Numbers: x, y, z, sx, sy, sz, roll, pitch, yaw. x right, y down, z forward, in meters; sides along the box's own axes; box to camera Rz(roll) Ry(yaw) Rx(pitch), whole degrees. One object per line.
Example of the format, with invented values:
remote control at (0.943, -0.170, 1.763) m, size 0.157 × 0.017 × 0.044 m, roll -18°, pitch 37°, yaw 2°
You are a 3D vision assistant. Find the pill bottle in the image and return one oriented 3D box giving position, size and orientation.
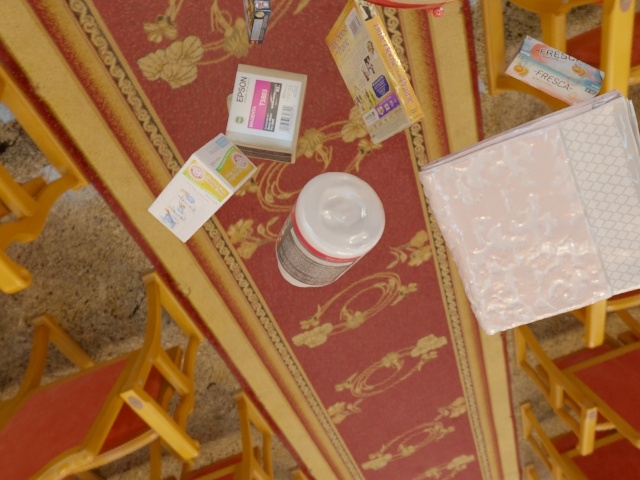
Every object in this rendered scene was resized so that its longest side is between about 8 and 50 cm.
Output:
pill bottle at (0.000, 0.000, 0.943) m, size 0.176 × 0.176 × 0.318 m, roll 6°, pitch 157°, yaw -15°

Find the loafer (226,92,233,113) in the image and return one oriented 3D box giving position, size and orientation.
loafer at (-0.253, -0.529, 1.750) m, size 0.269 × 0.092 × 0.102 m, roll 6°, pitch 157°, yaw 10°

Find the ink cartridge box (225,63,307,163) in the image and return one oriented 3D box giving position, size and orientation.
ink cartridge box at (-0.146, -0.345, 1.184) m, size 0.193 × 0.088 × 0.234 m, roll 8°, pitch 79°, yaw -4°

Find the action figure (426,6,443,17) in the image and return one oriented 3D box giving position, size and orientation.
action figure at (0.391, -0.804, 1.347) m, size 0.139 × 0.280 × 0.091 m, roll 2°, pitch 160°, yaw 5°

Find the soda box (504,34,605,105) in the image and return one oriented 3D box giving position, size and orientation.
soda box at (0.493, -0.355, 0.915) m, size 0.183 × 0.058 × 0.063 m, roll 27°, pitch 159°, yaw 3°

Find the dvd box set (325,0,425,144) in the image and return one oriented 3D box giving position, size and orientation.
dvd box set at (0.169, -0.547, 1.438) m, size 0.062 × 0.307 × 0.420 m, roll -28°, pitch 96°, yaw -13°

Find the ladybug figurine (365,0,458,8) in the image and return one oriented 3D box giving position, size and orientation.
ladybug figurine at (0.142, -0.407, 0.502) m, size 0.162 × 0.449 × 0.305 m, roll 35°, pitch 125°, yaw -25°

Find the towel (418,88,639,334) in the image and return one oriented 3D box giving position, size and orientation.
towel at (0.367, -0.027, 0.708) m, size 0.317 × 0.053 × 0.331 m, roll -21°, pitch 104°, yaw 18°

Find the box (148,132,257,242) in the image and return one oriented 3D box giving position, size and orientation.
box at (-0.243, -0.106, 0.892) m, size 0.103 × 0.114 × 0.203 m, roll 45°, pitch 128°, yaw -12°

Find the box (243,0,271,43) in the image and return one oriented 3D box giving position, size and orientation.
box at (-0.179, -0.681, 1.164) m, size 0.044 × 0.159 × 0.233 m, roll -7°, pitch 86°, yaw -15°
